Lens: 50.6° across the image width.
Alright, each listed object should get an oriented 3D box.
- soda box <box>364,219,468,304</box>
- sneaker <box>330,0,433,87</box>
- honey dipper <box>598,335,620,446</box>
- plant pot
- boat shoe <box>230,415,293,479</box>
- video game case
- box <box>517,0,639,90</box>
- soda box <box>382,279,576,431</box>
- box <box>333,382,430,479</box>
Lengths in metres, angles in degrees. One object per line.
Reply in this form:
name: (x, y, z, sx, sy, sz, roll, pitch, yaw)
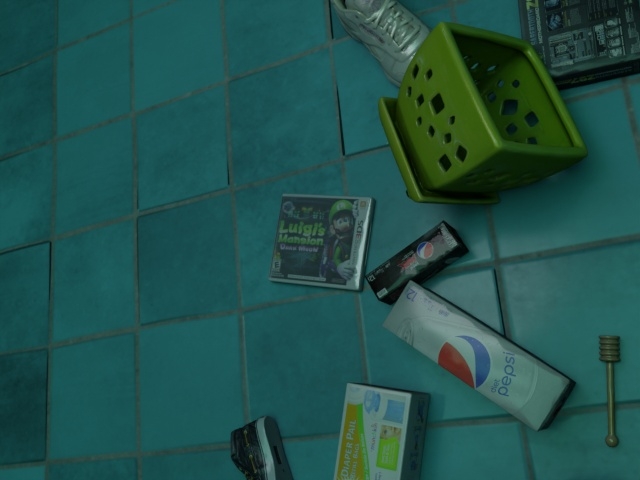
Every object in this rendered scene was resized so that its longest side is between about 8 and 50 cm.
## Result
soda box: (0.163, 0.040, 1.148, 0.169, 0.060, 0.053, -36, 64, 15)
sneaker: (0.115, -0.380, 1.222, 0.114, 0.152, 0.305, -49, 64, 6)
honey dipper: (0.425, 0.221, 0.995, 0.030, 0.030, 0.160, -1, 81, 26)
plant pot: (0.235, -0.176, 1.060, 0.207, 0.228, 0.227, -39, 61, 45)
boat shoe: (-0.103, 0.410, 1.193, 0.083, 0.065, 0.183, -27, 62, 21)
video game case: (0.000, 0.000, 1.260, 0.190, 0.022, 0.173, 4, 79, 27)
box: (0.426, -0.374, 1.119, 0.183, 0.059, 0.232, -9, 75, 24)
soda box: (0.243, 0.175, 1.056, 0.286, 0.098, 0.091, 33, 94, 28)
box: (0.097, 0.338, 1.084, 0.114, 0.103, 0.203, 3, 79, 27)
